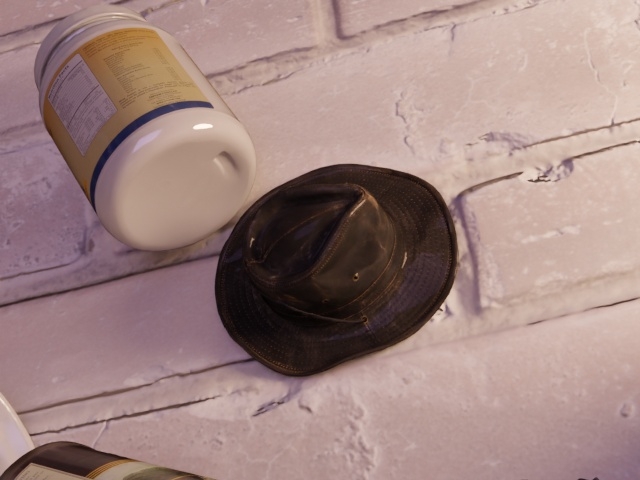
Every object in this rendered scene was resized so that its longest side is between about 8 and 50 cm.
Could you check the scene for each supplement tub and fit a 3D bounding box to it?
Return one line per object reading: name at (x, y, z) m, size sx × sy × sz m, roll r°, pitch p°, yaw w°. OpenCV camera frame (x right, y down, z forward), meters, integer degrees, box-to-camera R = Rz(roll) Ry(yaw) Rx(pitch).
supplement tub at (-0.252, -0.162, 1.434) m, size 0.228 × 0.228 × 0.316 m, roll -34°, pitch 54°, yaw -4°

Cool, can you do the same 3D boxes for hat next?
hat at (0.000, 0.000, 1.306) m, size 0.331 × 0.134 × 0.331 m, roll -9°, pitch 56°, yaw 14°

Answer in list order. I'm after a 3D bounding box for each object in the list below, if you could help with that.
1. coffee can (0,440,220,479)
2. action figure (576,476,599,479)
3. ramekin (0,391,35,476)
coffee can at (-0.199, 0.332, 1.083) m, size 0.275 × 0.201 × 0.202 m, roll 3°, pitch 59°, yaw 39°
action figure at (0.213, 0.375, 0.948) m, size 0.330 × 0.179 × 0.341 m, roll 18°, pitch 30°, yaw -8°
ramekin at (-0.465, 0.264, 1.222) m, size 0.135 × 0.277 × 0.277 m, roll -35°, pitch 54°, yaw 4°
